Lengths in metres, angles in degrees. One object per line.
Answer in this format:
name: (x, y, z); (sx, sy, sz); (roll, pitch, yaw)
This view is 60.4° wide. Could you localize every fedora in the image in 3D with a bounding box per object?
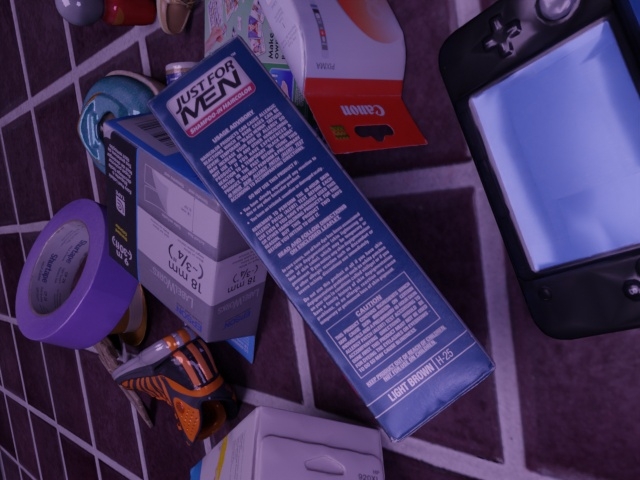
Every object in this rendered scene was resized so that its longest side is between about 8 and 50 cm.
fedora: (-0.424, 0.131, 1.124); (0.194, 0.079, 0.195); (13, 108, 44)

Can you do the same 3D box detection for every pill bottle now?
pill bottle: (-0.187, -0.195, 0.804); (0.067, 0.067, 0.120); (7, 105, 45)

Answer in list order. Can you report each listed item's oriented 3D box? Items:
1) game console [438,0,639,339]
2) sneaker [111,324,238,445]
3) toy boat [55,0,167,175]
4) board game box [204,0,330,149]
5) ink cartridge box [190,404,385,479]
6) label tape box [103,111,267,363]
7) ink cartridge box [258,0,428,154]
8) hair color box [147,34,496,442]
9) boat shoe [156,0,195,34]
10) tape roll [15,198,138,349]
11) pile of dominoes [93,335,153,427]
game console: (0.183, -0.071, 0.369); (0.250, 0.173, 0.293); (-25, 81, 46)
sneaker: (-0.252, 0.265, 0.947); (0.180, 0.124, 0.321); (60, 146, 2)
toy boat: (-0.333, -0.243, 0.887); (0.267, 0.148, 0.319); (12, 108, 45)
board game box: (-0.069, -0.251, 0.682); (0.213, 0.046, 0.318); (22, 115, 43)
ink cartridge box: (-0.050, 0.336, 0.672); (0.233, 0.171, 0.168); (-52, 30, 41)
label tape box: (-0.194, 0.020, 0.786); (0.240, 0.105, 0.334); (33, 129, 28)
ink cartridge box: (0.033, -0.173, 0.521); (0.045, 0.145, 0.179); (-39, 71, 45)
hair color box: (0.000, 0.000, 0.521); (0.105, 0.174, 0.347); (-36, 81, -1)
boat shoe: (-0.201, -0.361, 0.791); (0.045, 0.050, 0.135); (42, 127, 38)
tape roll: (-0.460, 0.062, 1.046); (0.274, 0.090, 0.275); (-16, 61, 31)
pile of dominoes: (-0.433, 0.261, 1.181); (0.251, 0.040, 0.196); (37, 145, 32)
